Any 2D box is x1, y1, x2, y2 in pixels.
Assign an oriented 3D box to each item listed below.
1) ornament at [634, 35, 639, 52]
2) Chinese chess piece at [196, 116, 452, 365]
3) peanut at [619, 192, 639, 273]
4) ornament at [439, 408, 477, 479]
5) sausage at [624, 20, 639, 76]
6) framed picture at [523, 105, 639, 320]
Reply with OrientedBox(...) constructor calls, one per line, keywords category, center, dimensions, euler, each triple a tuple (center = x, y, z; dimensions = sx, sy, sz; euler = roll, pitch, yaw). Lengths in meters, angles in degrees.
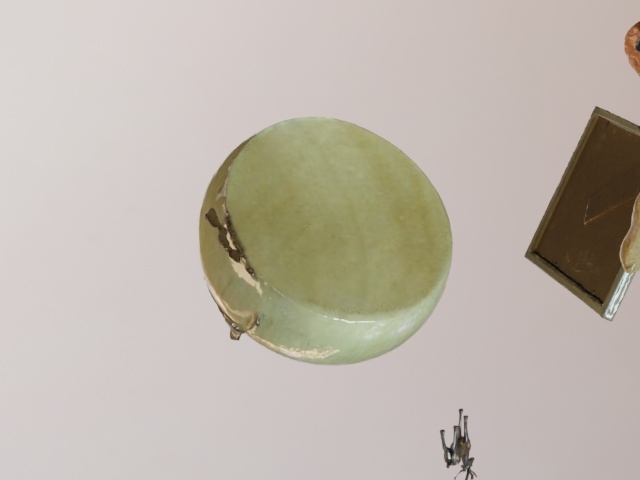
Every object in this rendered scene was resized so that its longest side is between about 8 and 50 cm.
OrientedBox(category="ornament", center=(0.365, -0.245, 1.757), dimensions=(0.088, 0.081, 0.203), euler=(20, 23, -9))
OrientedBox(category="Chinese chess piece", center=(0.000, 0.000, 1.493), dimensions=(0.238, 0.237, 0.092), euler=(57, -35, 15))
OrientedBox(category="peanut", center=(0.292, -0.009, 1.530), dimensions=(0.037, 0.083, 0.037), euler=(24, 1, 0))
OrientedBox(category="ornament", center=(0.194, 0.306, 2.396), dimensions=(0.073, 0.028, 0.125), euler=(-41, 132, -50))
OrientedBox(category="sausage", center=(0.449, -0.224, 1.926), dimensions=(0.289, 0.086, 0.086), euler=(-13, 62, -42))
OrientedBox(category="framed picture", center=(0.385, -0.046, 2.317), dimensions=(0.022, 0.247, 0.335), euler=(23, 7, -15))
